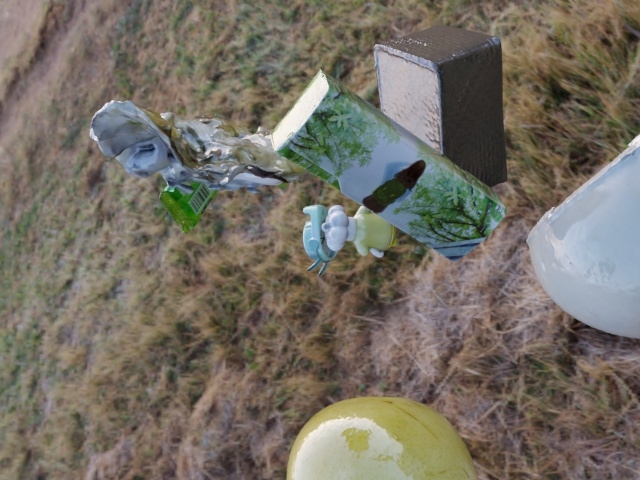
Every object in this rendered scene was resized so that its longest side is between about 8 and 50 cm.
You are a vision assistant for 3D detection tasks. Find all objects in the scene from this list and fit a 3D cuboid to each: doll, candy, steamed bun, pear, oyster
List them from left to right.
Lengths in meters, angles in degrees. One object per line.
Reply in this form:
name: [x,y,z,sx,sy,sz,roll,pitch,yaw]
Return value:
candy: [-0.196,-0.108,1.188,0.032,0.102,0.178,13,63,32]
oyster: [-0.149,-0.129,1.037,0.238,0.351,0.115,-178,87,-68]
doll: [0.079,-0.022,1.441,0.062,0.162,0.106,166,107,-66]
pear: [0.109,0.440,1.270,0.348,0.348,0.349,-13,71,45]
steamed bun: [0.441,-0.022,0.854,0.374,0.374,0.241,-42,78,33]

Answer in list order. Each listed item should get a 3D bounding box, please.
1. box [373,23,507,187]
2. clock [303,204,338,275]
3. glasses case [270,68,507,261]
box: [0.207,-0.211,1.248,0.184,0.143,0.274,39,146,51]
clock: [0.000,0.000,1.471,0.041,0.101,0.135,-5,73,27]
glasses case: [0.081,-0.073,0.807,0.095,0.272,0.062,-50,30,21]
